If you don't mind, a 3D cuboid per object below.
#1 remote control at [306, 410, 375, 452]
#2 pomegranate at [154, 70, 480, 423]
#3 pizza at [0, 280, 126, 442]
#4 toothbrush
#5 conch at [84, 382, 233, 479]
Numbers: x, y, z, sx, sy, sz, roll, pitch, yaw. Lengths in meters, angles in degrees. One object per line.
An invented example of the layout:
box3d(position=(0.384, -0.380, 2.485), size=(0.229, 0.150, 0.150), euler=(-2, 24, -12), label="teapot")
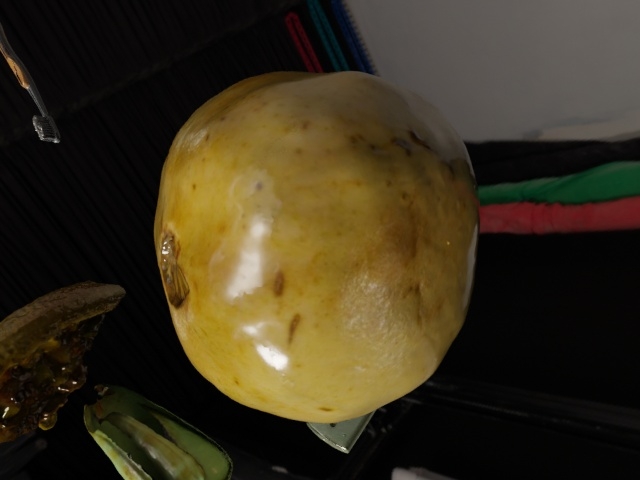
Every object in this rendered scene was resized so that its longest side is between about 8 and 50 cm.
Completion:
box3d(position=(0.076, 0.299, 1.093), size=(0.098, 0.038, 0.233), euler=(26, -121, 26), label="remote control")
box3d(position=(0.000, 0.000, 0.532), size=(0.332, 0.333, 0.333), euler=(-24, -160, 9), label="pomegranate")
box3d(position=(-0.410, 0.170, 0.737), size=(0.258, 0.087, 0.268), euler=(-60, 163, 6), label="pizza")
box3d(position=(-0.488, -0.273, 0.893), size=(0.023, 0.321, 0.031), euler=(-46, 154, 27), label="toothbrush")
box3d(position=(-0.158, 0.203, 0.519), size=(0.079, 0.170, 0.106), euler=(-51, -177, -8), label="conch")
